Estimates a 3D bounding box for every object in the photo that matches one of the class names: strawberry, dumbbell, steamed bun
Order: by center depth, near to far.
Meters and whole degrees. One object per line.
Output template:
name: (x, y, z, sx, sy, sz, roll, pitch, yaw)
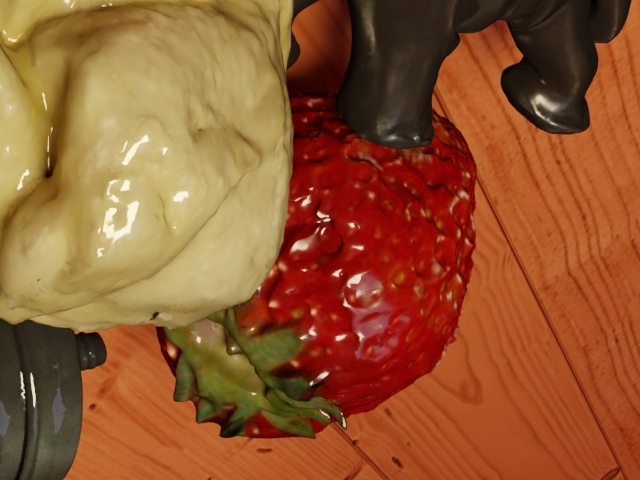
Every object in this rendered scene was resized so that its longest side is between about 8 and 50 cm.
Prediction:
steamed bun: (-0.159, -0.100, 0.624, 0.372, 0.325, 0.230, 9, 119, -26)
dumbbell: (-0.313, 0.098, 0.823, 0.388, 0.185, 0.185, -7, 135, -35)
strawberry: (0.000, 0.000, 0.956, 0.277, 0.257, 0.257, -43, 155, -40)

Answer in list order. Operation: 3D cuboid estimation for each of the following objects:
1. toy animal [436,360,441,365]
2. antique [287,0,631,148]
toy animal: (0.082, 0.098, 1.267, 0.083, 0.060, 0.081, -17, 175, -20)
antique: (0.105, -0.200, 0.842, 0.322, 0.185, 0.255, -5, 135, -32)
